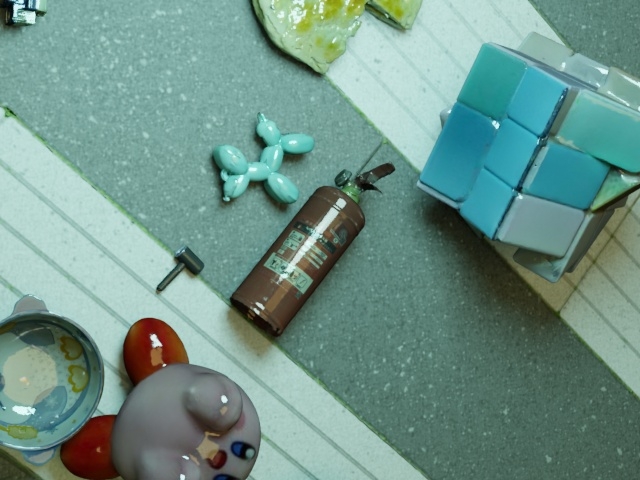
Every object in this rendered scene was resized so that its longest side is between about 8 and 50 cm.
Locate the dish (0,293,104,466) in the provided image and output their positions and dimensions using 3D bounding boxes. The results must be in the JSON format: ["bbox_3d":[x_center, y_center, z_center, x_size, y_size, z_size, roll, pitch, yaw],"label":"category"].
[{"bbox_3d":[-0.441,0.198,1.505,0.227,0.086,0.236,21,85,-23],"label":"dish"}]

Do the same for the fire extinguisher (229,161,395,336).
[{"bbox_3d":[0.000,0.000,1.663,0.106,0.147,0.337,43,77,-22],"label":"fire extinguisher"}]

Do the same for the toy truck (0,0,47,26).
[{"bbox_3d":[-0.435,-0.416,1.480,0.088,0.074,0.202,2,93,-29],"label":"toy truck"}]

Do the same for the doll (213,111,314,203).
[{"bbox_3d":[-0.099,-0.124,1.659,0.158,0.059,0.159,26,84,-26],"label":"doll"}]

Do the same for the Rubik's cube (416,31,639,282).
[{"bbox_3d":[0.373,-0.141,1.734,0.368,0.358,0.387,-8,128,-59],"label":"Rubik's cube"}]

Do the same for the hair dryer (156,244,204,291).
[{"bbox_3d":[-0.229,0.052,1.628,0.083,0.026,0.047,-46,109,-12],"label":"hair dryer"}]

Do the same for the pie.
[{"bbox_3d":[0.021,-0.453,1.686,0.337,0.075,0.338,-1,93,-24],"label":"pie"}]

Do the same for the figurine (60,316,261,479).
[{"bbox_3d":[-0.209,0.295,1.564,0.211,0.261,0.270,41,74,-49],"label":"figurine"}]
